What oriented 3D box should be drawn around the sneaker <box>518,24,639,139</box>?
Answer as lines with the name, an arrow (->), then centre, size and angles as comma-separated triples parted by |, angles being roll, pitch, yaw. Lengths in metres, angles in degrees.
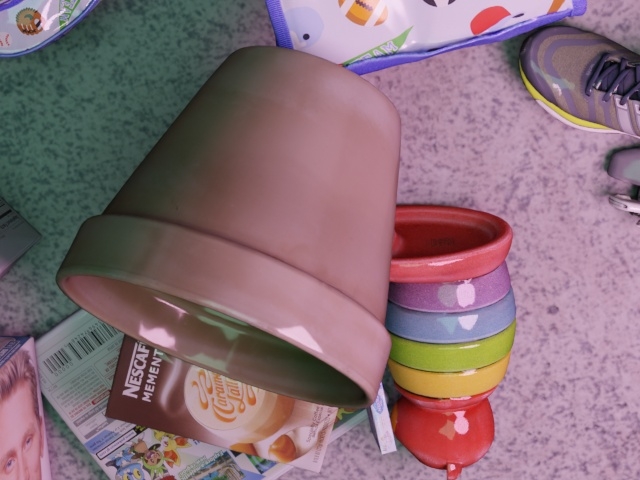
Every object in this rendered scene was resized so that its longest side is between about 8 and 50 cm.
sneaker -> 0.355, -0.156, 1.407 | 0.300, 0.121, 0.111 | 23, 80, 3

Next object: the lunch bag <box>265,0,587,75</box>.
lunch bag -> 0.072, -0.372, 1.332 | 0.328, 0.239, 0.385 | -14, 94, 4

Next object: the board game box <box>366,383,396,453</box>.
board game box -> 0.062, 0.183, 1.489 | 0.020, 0.090, 0.090 | -13, 101, -3

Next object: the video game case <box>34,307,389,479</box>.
video game case -> -0.137, 0.160, 1.554 | 0.329, 0.036, 0.300 | -35, 99, 8

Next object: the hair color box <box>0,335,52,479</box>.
hair color box -> -0.381, 0.298, 1.501 | 0.105, 0.174, 0.347 | -1, 108, 10

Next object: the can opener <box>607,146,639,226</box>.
can opener -> 0.456, -0.034, 1.472 | 0.280, 0.074, 0.093 | 13, 102, -1

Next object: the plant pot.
plant pot -> -0.056, -0.024, 1.293 | 0.323, 0.323, 0.280 | 21, 74, -3

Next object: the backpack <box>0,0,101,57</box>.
backpack -> -0.336, -0.326, 1.376 | 0.276, 0.213, 0.263 | -44, 108, 7

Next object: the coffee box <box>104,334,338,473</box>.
coffee box -> -0.101, 0.153, 1.481 | 0.247, 0.098, 0.141 | 14, 101, -2

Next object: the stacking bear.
stacking bear -> 0.136, 0.122, 1.482 | 0.164, 0.175, 0.289 | -3, 111, 3

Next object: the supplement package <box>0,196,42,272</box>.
supplement package -> -0.484, -0.009, 1.444 | 0.263, 0.198, 0.199 | 44, 99, -7
